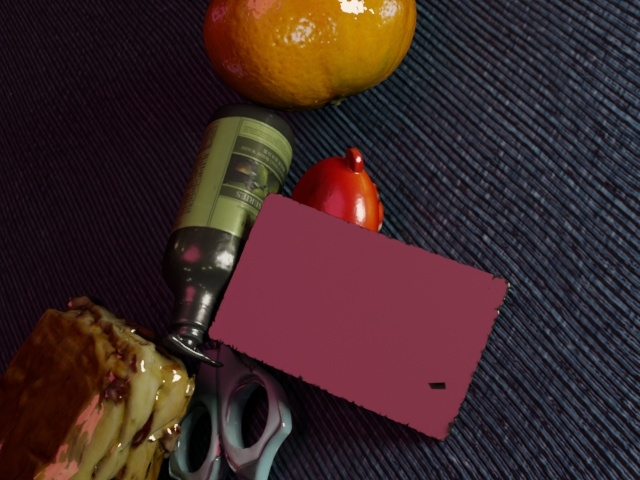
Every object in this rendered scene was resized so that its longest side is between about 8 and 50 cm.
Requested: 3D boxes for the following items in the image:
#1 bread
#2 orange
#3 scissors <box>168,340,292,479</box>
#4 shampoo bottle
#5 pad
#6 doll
[{"bbox_3d":[-0.268,0.237,1.274,0.324,0.167,0.277,-58,32,-5],"label":"bread"},{"bbox_3d":[-0.011,-0.227,1.267,0.240,0.240,0.171,-12,100,41],"label":"orange"},{"bbox_3d":[-0.107,0.098,1.264,0.191,0.029,0.360,-29,56,41],"label":"scissors"},{"bbox_3d":[-0.104,-0.007,1.227,0.101,0.101,0.284,-14,50,40],"label":"shampoo bottle"},{"bbox_3d":[0.031,0.067,1.111,0.265,0.009,0.159,21,84,24],"label":"pad"},{"bbox_3d":[0.000,0.000,1.215,0.183,0.085,0.217,44,117,53],"label":"doll"}]
